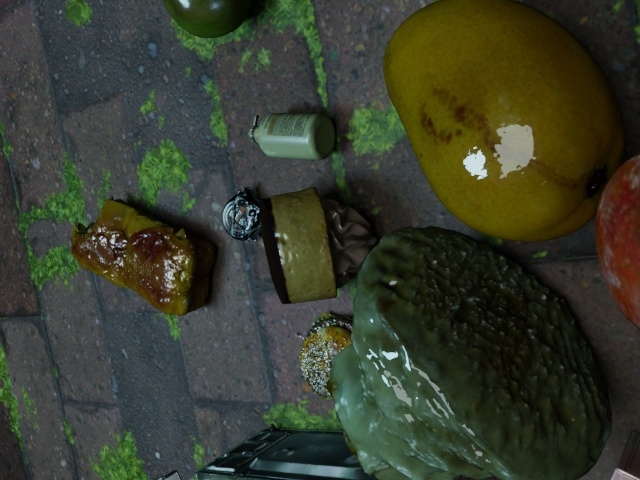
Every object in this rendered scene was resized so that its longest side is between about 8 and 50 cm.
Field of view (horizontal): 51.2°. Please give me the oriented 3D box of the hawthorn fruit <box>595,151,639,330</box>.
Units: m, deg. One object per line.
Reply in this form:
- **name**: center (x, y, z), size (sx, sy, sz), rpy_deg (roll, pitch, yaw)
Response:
- **hawthorn fruit**: center (0.458, -0.002, 0.748), size (0.284, 0.284, 0.285), rpy_deg (8, 105, 33)

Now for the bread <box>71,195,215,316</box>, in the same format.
- **bread**: center (-0.393, 0.019, 1.424), size (0.380, 0.109, 0.185), rpy_deg (21, 112, 31)

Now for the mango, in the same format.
- **mango**: center (0.229, -0.173, 0.886), size (0.378, 0.221, 0.264), rpy_deg (54, 128, 24)

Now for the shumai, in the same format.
- **shumai**: center (0.171, 0.206, 0.962), size (0.397, 0.324, 0.323), rpy_deg (48, 131, 15)

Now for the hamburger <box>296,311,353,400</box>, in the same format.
- **hamburger**: center (0.039, 0.214, 1.174), size (0.189, 0.093, 0.164), rpy_deg (-1, 99, 33)

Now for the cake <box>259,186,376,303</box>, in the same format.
- **cake**: center (0.000, 0.000, 1.125), size (0.208, 0.178, 0.185), rpy_deg (-132, 31, -62)

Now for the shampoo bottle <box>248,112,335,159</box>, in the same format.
- **shampoo bottle**: center (-0.058, -0.182, 1.164), size (0.162, 0.079, 0.079), rpy_deg (7, 104, 33)

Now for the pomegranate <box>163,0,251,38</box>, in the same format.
- **pomegranate**: center (-0.175, -0.437, 1.149), size (0.210, 0.179, 0.179), rpy_deg (9, 108, 1)

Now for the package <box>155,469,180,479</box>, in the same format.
- **package**: center (-0.378, 0.685, 1.593), size (0.250, 0.062, 0.204), rpy_deg (-36, 78, 21)

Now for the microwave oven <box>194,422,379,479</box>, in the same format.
- **microwave oven**: center (0.008, 0.519, 1.168), size (0.394, 0.247, 0.333), rpy_deg (-11, 95, 36)

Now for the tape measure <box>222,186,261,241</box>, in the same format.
- **tape measure**: center (-0.143, -0.048, 1.267), size (0.091, 0.054, 0.094), rpy_deg (47, 115, 19)

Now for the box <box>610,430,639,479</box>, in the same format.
- **box**: center (0.423, 0.329, 0.914), size (0.043, 0.125, 0.089), rpy_deg (22, 113, 29)
